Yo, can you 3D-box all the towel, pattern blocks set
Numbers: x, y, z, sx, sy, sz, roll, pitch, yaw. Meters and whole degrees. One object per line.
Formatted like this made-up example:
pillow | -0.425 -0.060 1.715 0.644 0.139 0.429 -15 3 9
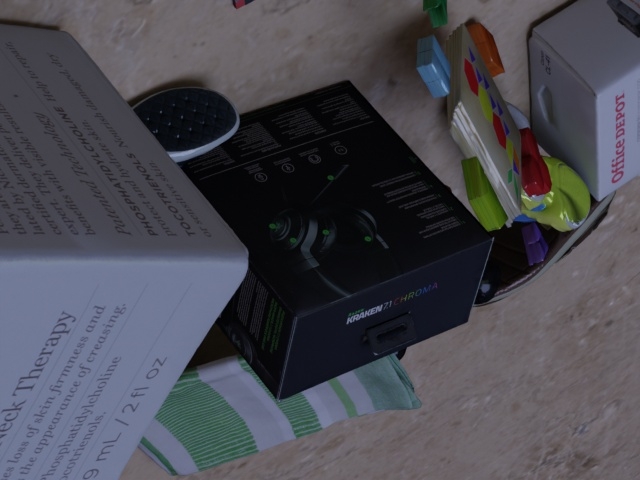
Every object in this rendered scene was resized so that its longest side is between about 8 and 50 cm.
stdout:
towel | -0.065 0.187 2.230 0.325 0.038 0.248 -16 152 10
pattern blocks set | 0.172 -0.119 2.035 0.026 0.285 0.325 -16 121 20

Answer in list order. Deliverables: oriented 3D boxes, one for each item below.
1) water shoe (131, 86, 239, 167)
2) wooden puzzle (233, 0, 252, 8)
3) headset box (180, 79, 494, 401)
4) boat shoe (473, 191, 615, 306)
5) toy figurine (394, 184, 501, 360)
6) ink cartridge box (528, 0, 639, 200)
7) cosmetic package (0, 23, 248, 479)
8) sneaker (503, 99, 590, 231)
water shoe | -0.177 -0.088 1.880 0.203 0.073 0.080 -23 167 -20
wooden puzzle | -0.062 -0.249 1.841 0.083 0.006 0.049 -30 147 -17
headset box | 0.000 0.000 1.957 0.246 0.283 0.131 -21 144 -30
boat shoe | 0.275 0.005 2.447 0.257 0.095 0.095 -37 155 -7
toy figurine | 0.086 0.032 2.219 0.209 0.148 0.213 -39 149 -2
ink cartridge box | 0.405 -0.218 2.267 0.306 0.131 0.226 -34 149 -13
cosmetic package | -0.347 0.032 1.580 0.394 0.327 0.329 0 131 -46
sneaker | 0.203 -0.084 2.259 0.240 0.126 0.091 43 60 -30
